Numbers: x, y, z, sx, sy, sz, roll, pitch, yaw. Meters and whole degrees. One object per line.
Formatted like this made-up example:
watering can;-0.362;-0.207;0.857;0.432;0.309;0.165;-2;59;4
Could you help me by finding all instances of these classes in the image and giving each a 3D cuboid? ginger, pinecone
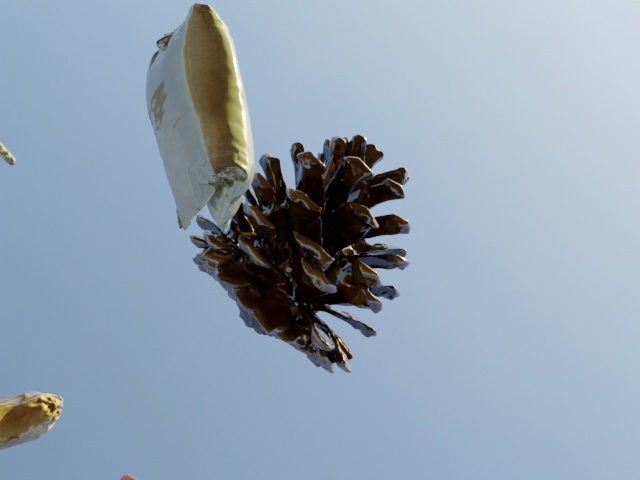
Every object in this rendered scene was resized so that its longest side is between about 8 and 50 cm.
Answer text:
ginger;-0.334;0.145;0.634;0.259;0.149;0.065;-5;-104;-19
pinecone;0.000;0.000;1.309;0.385;0.384;0.384;9;-125;-13

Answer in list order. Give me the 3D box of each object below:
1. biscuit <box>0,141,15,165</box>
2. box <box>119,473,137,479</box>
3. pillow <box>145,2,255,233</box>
biscuit;-0.471;-0.184;1.014;0.139;0.231;0.016;32;-108;28
box;-0.288;0.444;1.155;0.099;0.133;0.182;16;-137;40
pillow;-0.110;-0.107;0.755;0.078;0.134;0.181;-5;-107;-25
